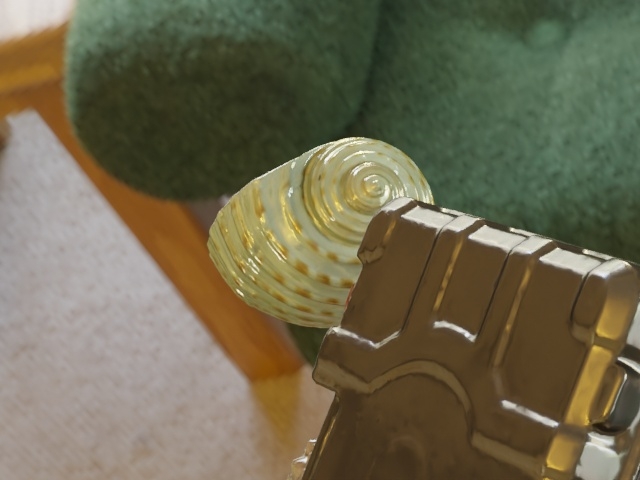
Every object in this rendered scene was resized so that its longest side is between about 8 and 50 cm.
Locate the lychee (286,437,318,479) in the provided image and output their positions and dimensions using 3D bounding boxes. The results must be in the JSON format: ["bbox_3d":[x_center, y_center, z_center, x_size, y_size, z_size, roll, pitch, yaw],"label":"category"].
[{"bbox_3d":[0.059,0.166,1.102,0.197,0.165,0.165,-13,47,53],"label":"lychee"}]

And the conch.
[{"bbox_3d":[0.002,0.004,1.216,0.135,0.153,0.102,3,45,-20],"label":"conch"}]

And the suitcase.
[{"bbox_3d":[0.044,0.132,0.806,0.206,0.066,0.285,19,87,60],"label":"suitcase"}]
